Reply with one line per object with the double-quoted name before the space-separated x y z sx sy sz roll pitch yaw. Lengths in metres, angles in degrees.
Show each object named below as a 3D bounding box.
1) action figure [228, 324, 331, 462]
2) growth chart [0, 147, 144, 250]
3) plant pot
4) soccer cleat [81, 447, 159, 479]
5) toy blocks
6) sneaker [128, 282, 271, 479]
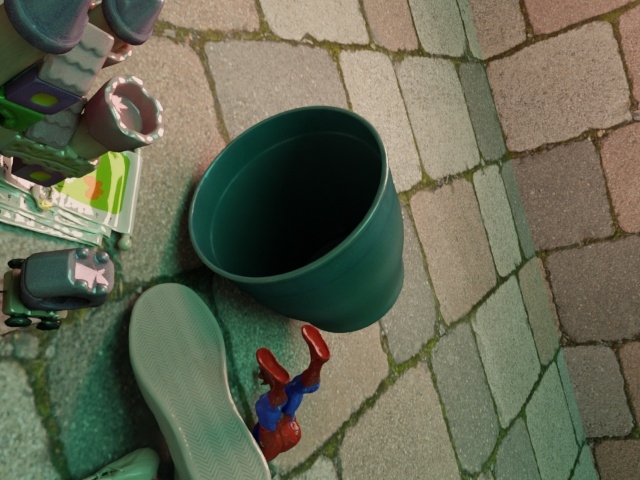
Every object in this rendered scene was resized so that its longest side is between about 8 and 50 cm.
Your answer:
"action figure" -0.071 0.182 0.755 0.092 0.280 0.139 -22 55 -29
"growth chart" -0.292 -0.077 0.664 0.237 0.021 0.171 15 66 -52
"plant pot" 0.000 0.000 0.851 0.255 0.272 0.271 55 38 -49
"soccer cleat" -0.236 0.260 0.590 0.196 0.068 0.076 -40 104 -50
"toy blocks" -0.240 -0.114 0.463 0.289 0.260 0.308 19 60 -55
"sneaker" -0.153 0.205 0.701 0.108 0.169 0.292 -10 53 -25
